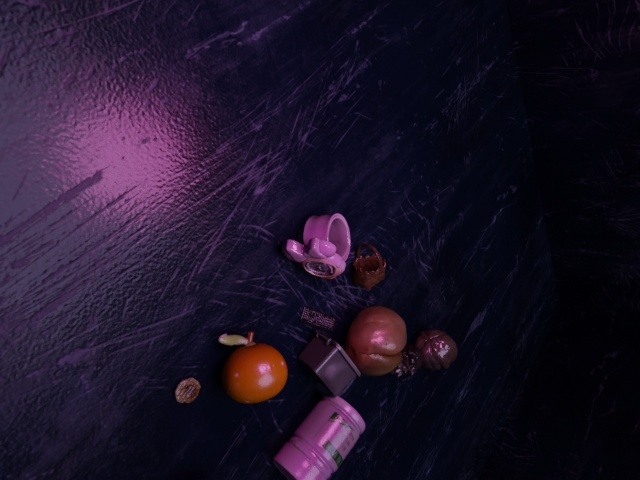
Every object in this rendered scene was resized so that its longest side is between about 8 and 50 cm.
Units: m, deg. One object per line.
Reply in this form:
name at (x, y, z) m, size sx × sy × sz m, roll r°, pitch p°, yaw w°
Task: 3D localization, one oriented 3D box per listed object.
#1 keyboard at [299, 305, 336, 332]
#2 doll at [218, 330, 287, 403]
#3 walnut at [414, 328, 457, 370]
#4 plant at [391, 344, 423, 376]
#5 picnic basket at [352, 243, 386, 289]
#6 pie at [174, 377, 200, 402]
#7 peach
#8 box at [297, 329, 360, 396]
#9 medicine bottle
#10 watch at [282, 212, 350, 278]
keyboard at (-0.005, 0.313, 1.686) m, size 0.198 × 0.010 × 0.064 m, roll 29°, pitch 75°, yaw -43°
doll at (-0.216, 0.397, 1.379) m, size 0.213 × 0.213 × 0.236 m, roll -10°, pitch 91°, yaw -42°
walnut at (0.578, 0.552, 2.162) m, size 0.224 × 0.224 × 0.225 m, roll -9°, pitch 103°, yaw -42°
plant at (0.400, 0.567, 2.035) m, size 0.194 × 0.132 × 0.129 m, roll -3°, pitch 97°, yaw -48°
picnic basket at (0.203, 0.095, 1.763) m, size 0.137 × 0.127 × 0.179 m, roll -29°, pitch 126°, yaw -39°
pie at (-0.409, 0.461, 1.319) m, size 0.084 × 0.019 × 0.085 m, roll -10°, pitch 104°, yaw -43°
peach at (0.221, 0.414, 1.764) m, size 0.292 × 0.247 × 0.293 m, roll -23°, pitch 132°, yaw -29°
box at (0.029, 0.478, 1.655) m, size 0.135 × 0.163 × 0.243 m, roll -45°, pitch 126°, yaw -18°
medicine bottle at (0.000, 0.772, 1.632) m, size 0.325 × 0.211 × 0.212 m, roll -43°, pitch 124°, yaw -30°
watch at (0.000, 0.000, 1.541) m, size 0.248 × 0.210 × 0.218 m, roll 50°, pitch 46°, yaw -45°
